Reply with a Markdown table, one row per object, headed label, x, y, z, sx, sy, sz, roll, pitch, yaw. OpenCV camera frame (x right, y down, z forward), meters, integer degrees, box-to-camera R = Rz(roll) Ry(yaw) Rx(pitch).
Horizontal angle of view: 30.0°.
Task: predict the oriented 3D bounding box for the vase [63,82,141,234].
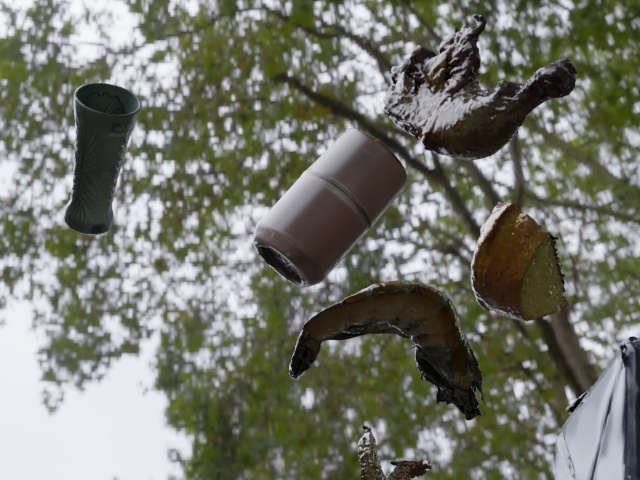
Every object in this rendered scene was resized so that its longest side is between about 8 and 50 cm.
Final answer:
| label | x | y | z | sx | sy | sz | roll | pitch | yaw |
| --- | --- | --- | --- | --- | --- | --- | --- | --- | --- |
| vase | -0.328 | -0.114 | 1.761 | 0.096 | 0.096 | 0.219 | 7 | -56 | -14 |

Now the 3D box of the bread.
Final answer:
| label | x | y | z | sx | sy | sz | roll | pitch | yaw |
| --- | --- | --- | --- | --- | --- | --- | --- | --- | --- |
| bread | 0.317 | 0.059 | 1.970 | 0.134 | 0.129 | 0.260 | -48 | -37 | -13 |

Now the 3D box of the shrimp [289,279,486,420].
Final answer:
| label | x | y | z | sx | sy | sz | roll | pitch | yaw |
| --- | --- | --- | --- | --- | --- | --- | --- | --- | --- |
| shrimp | 0.073 | 0.136 | 1.306 | 0.198 | 0.051 | 0.262 | -17 | -43 | 16 |

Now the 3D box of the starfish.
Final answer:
| label | x | y | z | sx | sy | sz | roll | pitch | yaw |
| --- | --- | --- | --- | --- | --- | --- | --- | --- | --- |
| starfish | 0.135 | 0.411 | 1.611 | 0.113 | 0.303 | 0.312 | -22 | -52 | 0 |

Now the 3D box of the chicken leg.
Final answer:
| label | x | y | z | sx | sy | sz | roll | pitch | yaw |
| --- | --- | --- | --- | --- | --- | --- | --- | --- | --- |
| chicken leg | 0.188 | -0.185 | 1.485 | 0.083 | 0.322 | 0.177 | 20 | -76 | -33 |

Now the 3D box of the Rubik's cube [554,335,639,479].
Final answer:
| label | x | y | z | sx | sy | sz | roll | pitch | yaw |
| --- | --- | --- | --- | --- | --- | --- | --- | --- | --- |
| Rubik's cube | 0.415 | 0.295 | 1.212 | 0.305 | 0.310 | 0.307 | 8 | -28 | -1 |

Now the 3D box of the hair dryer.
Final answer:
| label | x | y | z | sx | sy | sz | roll | pitch | yaw |
| --- | --- | --- | --- | --- | --- | --- | --- | --- | --- |
| hair dryer | 0.000 | 0.000 | 1.557 | 0.107 | 0.189 | 0.344 | 39 | -17 | 8 |
